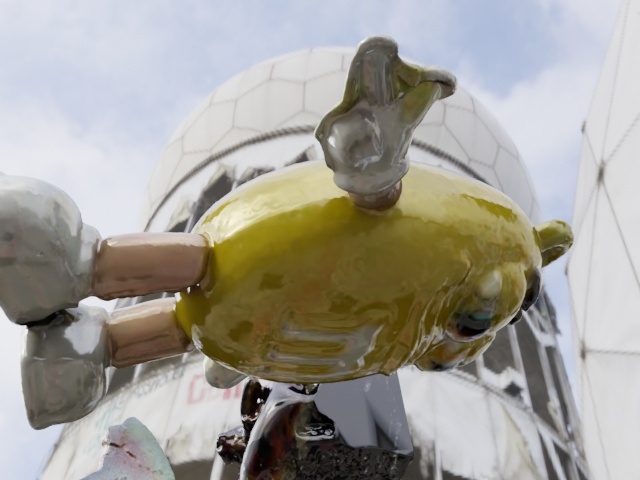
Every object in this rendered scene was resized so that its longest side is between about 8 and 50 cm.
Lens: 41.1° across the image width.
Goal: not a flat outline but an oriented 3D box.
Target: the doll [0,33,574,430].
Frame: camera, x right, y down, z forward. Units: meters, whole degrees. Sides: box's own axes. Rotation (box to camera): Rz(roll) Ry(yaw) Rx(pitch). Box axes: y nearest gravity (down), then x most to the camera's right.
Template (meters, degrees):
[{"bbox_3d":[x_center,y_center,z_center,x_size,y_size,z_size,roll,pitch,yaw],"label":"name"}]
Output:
[{"bbox_3d":[-0.032,0.016,0.610,0.423,0.161,0.348,-22,-32,10],"label":"doll"}]

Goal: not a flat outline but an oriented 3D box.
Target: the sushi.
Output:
[{"bbox_3d":[-0.021,0.276,1.111,0.212,0.215,0.227,9,-39,-26],"label":"sushi"}]

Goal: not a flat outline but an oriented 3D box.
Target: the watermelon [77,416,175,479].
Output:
[{"bbox_3d":[-0.292,0.332,0.880,0.289,0.320,0.214,-19,-44,18],"label":"watermelon"}]
